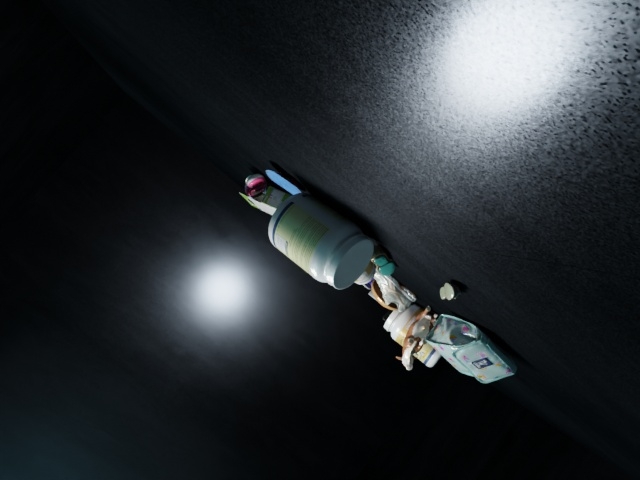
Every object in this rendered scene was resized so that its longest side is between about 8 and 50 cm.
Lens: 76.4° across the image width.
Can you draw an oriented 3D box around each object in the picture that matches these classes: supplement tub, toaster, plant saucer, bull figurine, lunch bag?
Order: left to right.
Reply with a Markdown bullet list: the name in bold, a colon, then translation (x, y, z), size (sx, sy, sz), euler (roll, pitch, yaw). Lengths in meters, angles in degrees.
- **supplement tub**: translation (0.000, 0.000, 1.429), size (0.325, 0.235, 0.235), euler (36, 175, 31)
- **supplement tub**: translation (0.149, 0.099, 1.792), size (0.144, 0.144, 0.200), euler (34, 174, 43)
- **plant saucer**: translation (0.332, 0.271, 2.032), size (0.200, 0.037, 0.199), euler (26, -147, -18)
- **toaster**: translation (0.504, 0.481, 2.620), size (0.110, 0.168, 0.186), euler (37, 177, -6)
- **bull figurine**: translation (0.461, 0.453, 1.919), size (0.101, 0.310, 0.188), euler (27, 157, 9)
- **supplement tub**: translation (0.514, 0.479, 2.129), size (0.316, 0.228, 0.228), euler (37, 175, 23)
- **lunch bag**: translation (0.565, 0.406, 1.516), size (0.223, 0.160, 0.262), euler (43, 163, -16)

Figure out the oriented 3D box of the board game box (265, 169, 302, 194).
- **board game box**: translation (-0.126, -0.223, 1.523), size (0.169, 0.033, 0.133), euler (34, 170, -2)

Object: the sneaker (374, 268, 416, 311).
- **sneaker**: translation (0.321, 0.235, 1.922), size (0.263, 0.121, 0.099), euler (39, 174, 3)

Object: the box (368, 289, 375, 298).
- **box**: translation (0.373, 0.329, 2.527), size (0.102, 0.101, 0.087), euler (39, 176, -7)

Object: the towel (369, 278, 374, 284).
- **towel**: translation (0.347, 0.269, 2.320), size (0.308, 0.076, 0.228), euler (41, 174, -27)

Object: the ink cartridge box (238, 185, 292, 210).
- **ink cartridge box**: translation (-0.242, -0.192, 1.987), size (0.256, 0.096, 0.189), euler (25, 171, 17)

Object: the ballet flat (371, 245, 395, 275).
- **ballet flat**: translation (0.228, 0.070, 1.510), size (0.067, 0.073, 0.206), euler (67, -173, 29)

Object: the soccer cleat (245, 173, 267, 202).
- **soccer cleat**: translation (-0.341, -0.287, 2.072), size (0.143, 0.116, 0.331), euler (64, 170, 9)

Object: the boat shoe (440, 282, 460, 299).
- **boat shoe**: translation (0.375, 0.146, 1.159), size (0.043, 0.048, 0.137), euler (-4, 167, 4)

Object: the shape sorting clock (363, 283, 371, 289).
- **shape sorting clock**: translation (0.244, 0.204, 2.423), size (0.206, 0.040, 0.206), euler (41, -161, -17)

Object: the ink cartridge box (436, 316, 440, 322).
- **ink cartridge box**: translation (0.645, 0.438, 1.822), size (0.225, 0.056, 0.181), euler (43, 174, -30)
